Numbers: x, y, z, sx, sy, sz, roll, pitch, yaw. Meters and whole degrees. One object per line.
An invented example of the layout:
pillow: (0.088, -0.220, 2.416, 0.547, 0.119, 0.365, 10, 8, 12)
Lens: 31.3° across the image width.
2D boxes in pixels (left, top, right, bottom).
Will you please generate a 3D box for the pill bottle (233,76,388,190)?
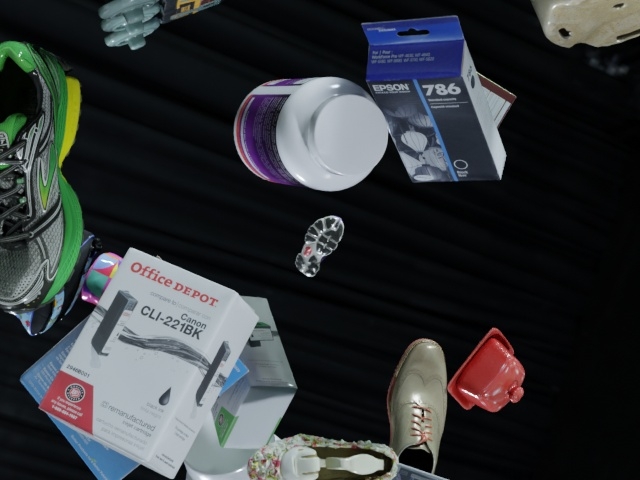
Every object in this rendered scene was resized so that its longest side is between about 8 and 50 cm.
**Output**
pill bottle: (-0.014, -0.175, 1.867, 0.323, 0.181, 0.181, 17, -93, 67)

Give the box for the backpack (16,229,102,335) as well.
backpack: (-0.459, 0.063, 1.893, 0.158, 0.117, 0.173, -48, 166, -52)

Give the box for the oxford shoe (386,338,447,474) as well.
oxford shoe: (0.195, 0.362, 2.202, 0.130, 0.123, 0.348, 154, -55, -76)

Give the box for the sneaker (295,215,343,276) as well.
sneaker: (0.000, 0.000, 2.373, 0.170, 0.068, 0.071, -54, -179, 44)

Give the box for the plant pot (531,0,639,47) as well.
plant pot: (0.397, -0.462, 1.661, 0.334, 0.333, 0.305, -39, -122, 59)

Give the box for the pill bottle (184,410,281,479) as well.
pill bottle: (-0.140, 0.493, 2.205, 0.210, 0.210, 0.363, -91, 168, -49)

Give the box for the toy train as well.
toy train: (-0.198, -0.338, 1.402, 0.334, 0.190, 0.142, 180, -113, -81)

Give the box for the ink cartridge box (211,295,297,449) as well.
ink cartridge box: (-0.132, 0.223, 1.961, 0.160, 0.092, 0.219, -64, -147, 33)

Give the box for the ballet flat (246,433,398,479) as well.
ballet flat: (0.009, 0.341, 1.756, 0.077, 0.241, 0.091, 144, -57, -74)

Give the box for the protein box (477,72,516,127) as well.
protein box: (0.334, -0.348, 2.782, 0.136, 0.201, 0.200, -59, -169, 5)

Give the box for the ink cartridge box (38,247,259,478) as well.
ink cartridge box: (-0.244, 0.173, 1.654, 0.273, 0.197, 0.114, -62, 157, -16)

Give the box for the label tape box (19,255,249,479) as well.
label tape box: (-0.292, 0.210, 1.875, 0.333, 0.241, 0.106, -40, 176, 16)

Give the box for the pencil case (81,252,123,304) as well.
pencil case: (-0.299, 0.103, 2.001, 0.104, 0.236, 0.104, -157, -90, -86)

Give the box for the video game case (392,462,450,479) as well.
video game case: (0.139, 0.461, 1.875, 0.190, 0.022, 0.173, -2, -119, 65)

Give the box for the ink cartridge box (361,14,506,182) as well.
ink cartridge box: (0.182, -0.218, 1.846, 0.165, 0.333, 0.065, 0, -127, 26)

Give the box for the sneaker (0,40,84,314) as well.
sneaker: (-0.382, -0.080, 1.409, 0.146, 0.134, 0.344, 28, 58, -74)

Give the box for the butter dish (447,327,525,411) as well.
butter dish: (0.352, 0.280, 2.274, 0.118, 0.160, 0.160, 35, -97, 34)
